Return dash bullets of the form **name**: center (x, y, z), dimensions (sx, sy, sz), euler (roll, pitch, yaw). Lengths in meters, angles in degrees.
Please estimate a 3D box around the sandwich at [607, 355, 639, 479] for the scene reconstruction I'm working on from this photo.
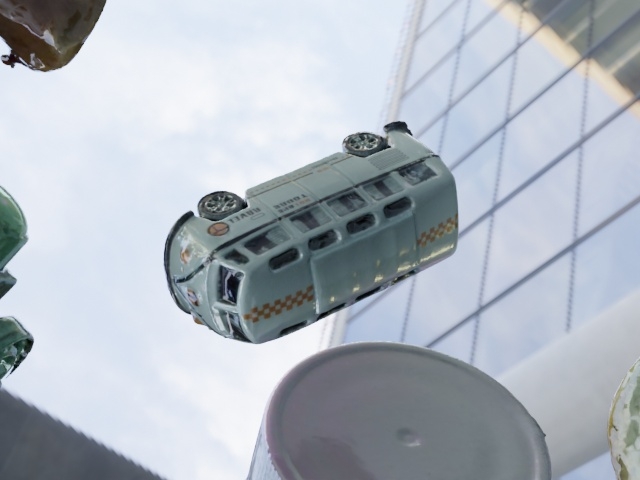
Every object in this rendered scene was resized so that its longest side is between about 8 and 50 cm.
- **sandwich**: center (0.182, 0.131, 0.383), dimensions (0.065, 0.186, 0.214), euler (-6, -80, -50)

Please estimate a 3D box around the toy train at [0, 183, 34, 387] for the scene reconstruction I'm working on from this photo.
- **toy train**: center (-0.380, 0.116, 0.774), dimensions (0.179, 0.442, 0.272), euler (47, -177, 8)

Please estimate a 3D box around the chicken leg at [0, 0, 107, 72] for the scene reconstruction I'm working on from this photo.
- **chicken leg**: center (-0.261, -0.205, 0.490), dimensions (0.409, 0.295, 0.182), euler (33, -121, -19)

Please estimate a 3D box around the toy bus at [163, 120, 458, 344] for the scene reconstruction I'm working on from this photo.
- **toy bus**: center (0.000, 0.000, 0.778), dimensions (0.194, 0.087, 0.089), euler (-24, -142, -25)

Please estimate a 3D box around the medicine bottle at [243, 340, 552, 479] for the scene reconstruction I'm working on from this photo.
- **medicine bottle**: center (0.034, 0.263, 0.940), dimensions (0.256, 0.324, 0.256), euler (7, -144, -5)
